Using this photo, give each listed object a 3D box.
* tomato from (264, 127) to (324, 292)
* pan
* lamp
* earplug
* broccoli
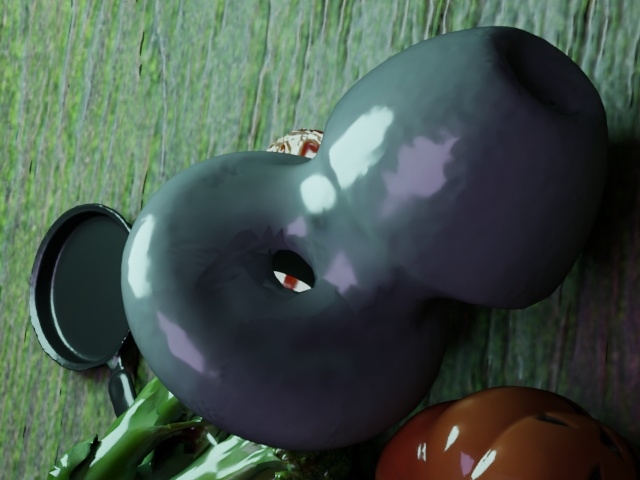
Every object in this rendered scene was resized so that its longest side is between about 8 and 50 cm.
[{"bbox_3d":[0.000,0.000,1.361,0.155,0.069,0.156,-19,63,41],"label":"tomato"},{"bbox_3d":[-0.168,0.079,1.523,0.136,0.028,0.235,-41,56,30],"label":"pan"},{"bbox_3d":[0.110,0.181,1.174,0.187,0.164,0.188,-3,85,40],"label":"lamp"},{"bbox_3d":[0.032,-0.007,1.197,0.325,0.175,0.214,-33,70,-6],"label":"earplug"},{"bbox_3d":[-0.081,0.190,1.278,0.269,0.269,0.254,43,139,37],"label":"broccoli"}]
